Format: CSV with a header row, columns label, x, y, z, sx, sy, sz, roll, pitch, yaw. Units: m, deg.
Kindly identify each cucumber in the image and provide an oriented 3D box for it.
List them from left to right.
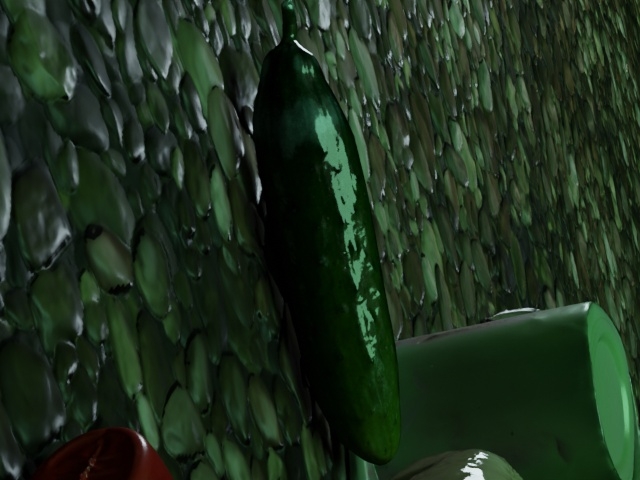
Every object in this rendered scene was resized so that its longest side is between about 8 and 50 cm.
label,x,y,z,sx,sy,sz,roll,pitch,yaw
cucumber,0.000,0.000,0.985,0.056,0.056,0.250,-30,108,-72

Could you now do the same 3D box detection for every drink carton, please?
label,x,y,z,sx,sy,sz,roll,pitch,yaw
drink carton,0.102,0.101,1.079,0.146,0.142,0.144,45,35,-56

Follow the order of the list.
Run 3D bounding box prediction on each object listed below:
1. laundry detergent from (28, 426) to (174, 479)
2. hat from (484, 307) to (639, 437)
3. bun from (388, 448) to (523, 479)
label,x,y,z,sx,sy,sz,roll,pitch,yaw
laundry detergent,-0.060,0.154,0.697,0.097,0.049,0.165,-66,142,-51
hat,0.165,0.133,1.396,0.175,0.085,0.147,58,25,14
bun,0.056,0.192,0.910,0.193,0.128,0.178,-86,159,-71
